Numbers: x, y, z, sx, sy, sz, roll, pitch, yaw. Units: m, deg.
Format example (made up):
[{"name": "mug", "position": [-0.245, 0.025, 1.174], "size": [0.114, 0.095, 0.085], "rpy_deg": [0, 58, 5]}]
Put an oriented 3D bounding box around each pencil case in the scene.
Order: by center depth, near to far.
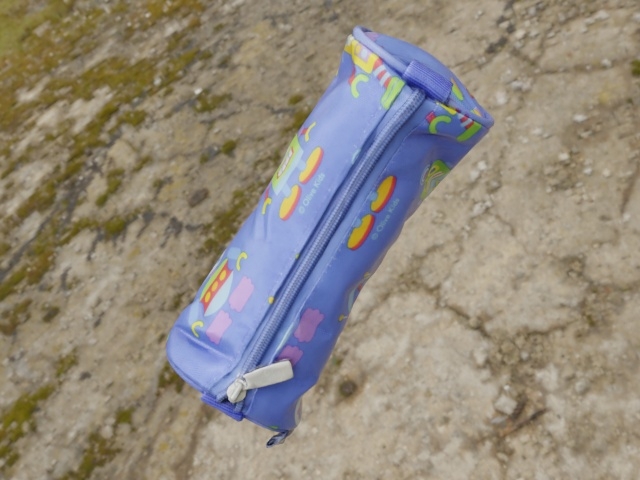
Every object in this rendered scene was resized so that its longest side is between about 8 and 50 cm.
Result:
[{"name": "pencil case", "position": [0.000, 0.000, 0.567], "size": [0.306, 0.119, 0.133], "rpy_deg": [-58, 10, 13]}]
